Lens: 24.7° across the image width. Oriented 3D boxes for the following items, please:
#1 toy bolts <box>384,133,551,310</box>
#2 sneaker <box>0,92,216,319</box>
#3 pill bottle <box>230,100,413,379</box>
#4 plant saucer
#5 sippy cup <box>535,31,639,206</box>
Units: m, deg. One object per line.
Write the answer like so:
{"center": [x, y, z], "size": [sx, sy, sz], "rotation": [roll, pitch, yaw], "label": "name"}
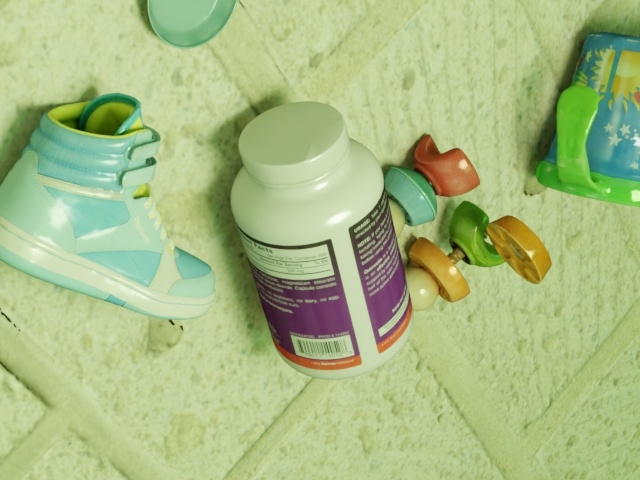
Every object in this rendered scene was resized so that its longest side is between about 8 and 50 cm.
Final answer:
{"center": [0.159, 0.001, 1.892], "size": [0.158, 0.218, 0.228], "rotation": [-40, 117, -11], "label": "toy bolts"}
{"center": [-0.198, -0.039, 1.573], "size": [0.319, 0.127, 0.208], "rotation": [21, 99, -48], "label": "sneaker"}
{"center": [0.000, 0.000, 1.738], "size": [0.181, 0.181, 0.323], "rotation": [-35, 133, -24], "label": "pill bottle"}
{"center": [-0.141, -0.266, 1.571], "size": [0.119, 0.021, 0.119], "rotation": [-22, 127, -32], "label": "plant saucer"}
{"center": [0.435, -0.170, 2.032], "size": [0.305, 0.240, 0.224], "rotation": [-70, 168, -80], "label": "sippy cup"}
